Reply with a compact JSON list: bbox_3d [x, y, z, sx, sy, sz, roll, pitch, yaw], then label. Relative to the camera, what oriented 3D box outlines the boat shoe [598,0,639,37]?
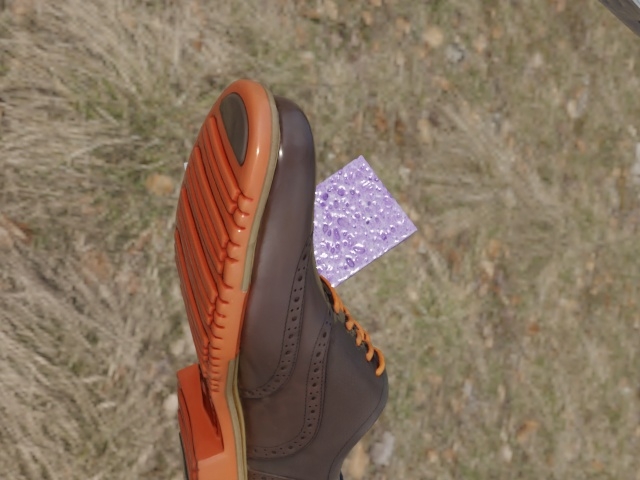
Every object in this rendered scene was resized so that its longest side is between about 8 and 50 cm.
[{"bbox_3d":[0.325,-0.293,1.060,0.335,0.121,0.119,37,92,-28],"label":"boat shoe"}]

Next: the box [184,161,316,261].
[{"bbox_3d":[-0.076,-0.006,1.196,0.038,0.145,0.186,-11,95,-54],"label":"box"}]

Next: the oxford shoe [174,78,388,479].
[{"bbox_3d":[-0.017,0.040,0.514,0.097,0.098,0.271,-109,-160,-45],"label":"oxford shoe"}]

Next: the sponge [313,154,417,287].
[{"bbox_3d":[0.000,0.000,1.292,0.210,0.117,0.031,-34,175,-7],"label":"sponge"}]
